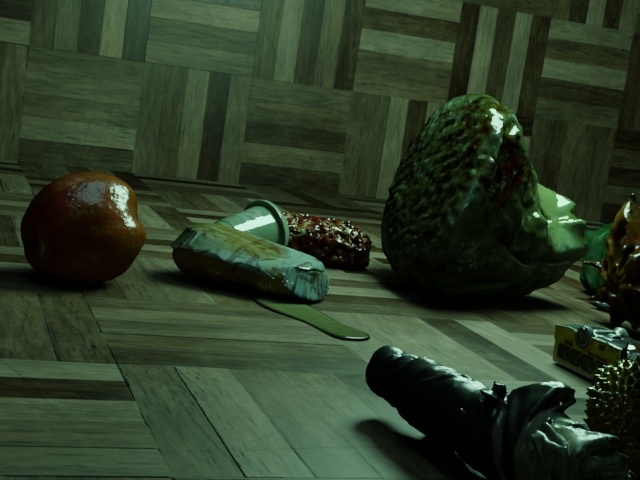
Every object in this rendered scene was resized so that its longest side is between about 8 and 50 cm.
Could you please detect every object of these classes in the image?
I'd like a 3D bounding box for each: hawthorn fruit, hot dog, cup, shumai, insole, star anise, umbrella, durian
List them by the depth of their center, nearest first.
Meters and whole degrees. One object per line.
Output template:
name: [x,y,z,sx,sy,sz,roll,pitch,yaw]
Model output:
umbrella: [0.162,0.172,1.037,0.106,0.113,0.358,-20,20,-23]
durian: [0.348,0.186,1.088,0.158,0.137,0.168,-9,18,16]
insole: [-0.014,0.114,1.602,0.086,0.005,0.253,1,11,-38]
hawthorn fruit: [-0.362,-0.016,1.614,0.189,0.189,0.189,8,9,-1]
hot dog: [-0.115,0.041,1.756,0.270,0.082,0.162,18,17,18]
star anise: [0.552,0.059,1.876,0.148,0.237,0.346,0,-26,-7]
cup: [-0.140,-0.008,1.972,0.120,0.120,0.141,16,24,42]
shumai: [0.325,-0.043,1.972,0.348,0.395,0.395,27,4,-15]

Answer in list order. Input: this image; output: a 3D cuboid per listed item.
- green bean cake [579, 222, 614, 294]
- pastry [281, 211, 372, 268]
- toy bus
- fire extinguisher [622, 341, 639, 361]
green bean cake: [0.721,0.059,2.131,0.300,0.169,0.308,3,8,-27]
pastry: [0.000,0.001,2.083,0.208,0.097,0.115,9,19,-3]
toy bus: [0.408,0.164,1.448,0.081,0.074,0.226,5,9,-25]
fire extinguisher: [0.513,0.211,1.207,0.344,0.102,0.138,11,42,15]
